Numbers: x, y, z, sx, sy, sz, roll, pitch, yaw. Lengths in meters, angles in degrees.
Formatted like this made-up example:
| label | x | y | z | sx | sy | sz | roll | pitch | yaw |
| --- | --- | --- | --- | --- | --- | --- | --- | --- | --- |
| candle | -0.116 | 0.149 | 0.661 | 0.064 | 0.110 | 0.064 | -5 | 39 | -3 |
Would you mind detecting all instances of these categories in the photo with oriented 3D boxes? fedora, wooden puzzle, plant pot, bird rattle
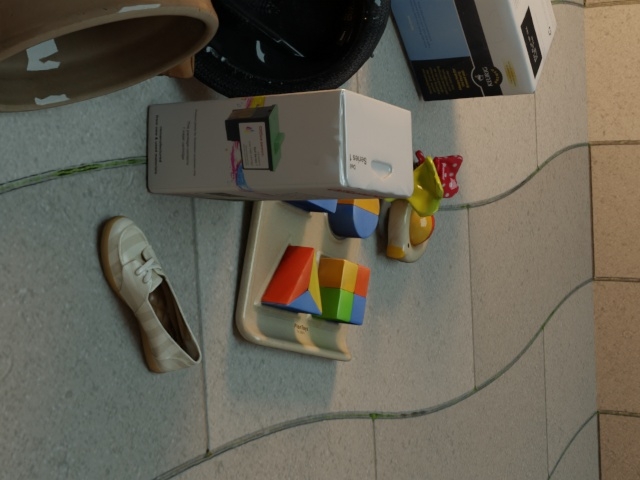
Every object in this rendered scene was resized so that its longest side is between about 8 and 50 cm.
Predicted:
| label | x | y | z | sx | sy | sz | roll | pitch | yaw |
| --- | --- | --- | --- | --- | --- | --- | --- | --- | --- |
| fedora | -0.076 | -0.341 | 1.393 | 0.152 | 0.334 | 0.334 | -118 | -164 | -71 |
| wooden puzzle | 0.000 | 0.000 | 1.636 | 0.322 | 0.080 | 0.348 | 21 | 71 | -59 |
| plant pot | -0.254 | -0.275 | 1.045 | 0.263 | 0.263 | 0.229 | -11 | 82 | -61 |
| bird rattle | 0.165 | -0.064 | 1.944 | 0.253 | 0.143 | 0.207 | -10 | 110 | -74 |

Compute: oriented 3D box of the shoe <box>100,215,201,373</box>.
| label | x | y | z | sx | sy | sz | roll | pitch | yaw |
| --- | --- | --- | --- | --- | --- | --- | --- | --- | --- |
| shoe | -0.200 | 0.066 | 1.293 | 0.076 | 0.058 | 0.219 | -53 | 134 | -48 |

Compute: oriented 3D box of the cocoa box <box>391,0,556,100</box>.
| label | x | y | z | sx | sy | sz | roll | pitch | yaw |
| --- | --- | --- | --- | --- | --- | --- | --- | --- | --- |
| cocoa box | 0.273 | -0.464 | 1.987 | 0.347 | 0.228 | 0.231 | 65 | 37 | -37 |

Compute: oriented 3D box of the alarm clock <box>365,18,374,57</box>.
| label | x | y | z | sx | sy | sz | roll | pitch | yaw |
| --- | --- | --- | --- | --- | --- | --- | --- | --- | --- |
| alarm clock | 0.058 | -0.406 | 1.766 | 0.129 | 0.064 | 0.192 | 14 | 79 | -60 |

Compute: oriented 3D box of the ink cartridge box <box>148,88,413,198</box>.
| label | x | y | z | sx | sy | sz | roll | pitch | yaw |
| --- | --- | --- | --- | --- | --- | --- | --- | --- | --- |
| ink cartridge box | -0.046 | -0.112 | 1.349 | 0.201 | 0.278 | 0.117 | 3 | 87 | -61 |

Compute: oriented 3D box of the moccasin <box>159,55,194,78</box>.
| label | x | y | z | sx | sy | sz | roll | pitch | yaw |
| --- | --- | --- | --- | --- | --- | --- | --- | --- | --- |
| moccasin | -0.152 | -0.374 | 1.208 | 0.139 | 0.147 | 0.380 | -96 | -163 | -89 |
